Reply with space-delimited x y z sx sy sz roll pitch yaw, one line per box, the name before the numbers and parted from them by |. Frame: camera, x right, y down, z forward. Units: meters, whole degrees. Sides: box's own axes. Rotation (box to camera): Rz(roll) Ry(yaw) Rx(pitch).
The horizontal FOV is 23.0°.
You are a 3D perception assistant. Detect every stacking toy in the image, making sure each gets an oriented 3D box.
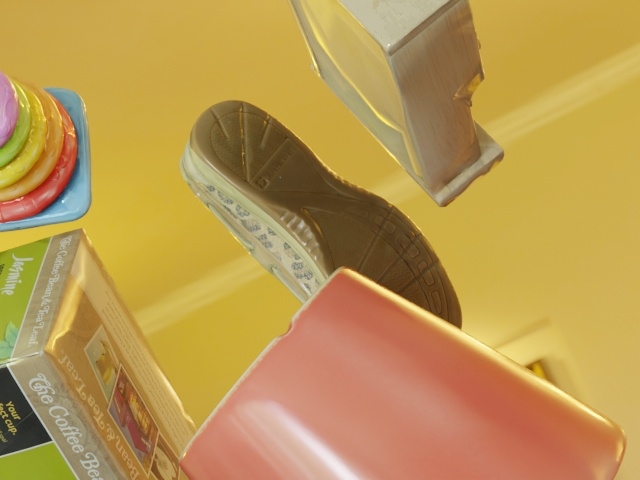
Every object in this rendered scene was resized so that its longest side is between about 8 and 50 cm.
stacking toy | -0.357 -0.122 1.632 0.175 0.165 0.302 -8 -14 5

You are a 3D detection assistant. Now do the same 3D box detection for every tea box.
tea box | -0.336 0.211 1.654 0.323 0.329 0.220 -15 32 14

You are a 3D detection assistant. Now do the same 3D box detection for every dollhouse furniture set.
dollhouse furniture set | 0.173 -0.248 1.172 0.394 0.362 0.256 -39 -24 -6

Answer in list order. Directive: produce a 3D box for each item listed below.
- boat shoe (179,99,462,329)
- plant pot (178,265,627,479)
boat shoe | 0.000 0.000 1.331 0.104 0.285 0.089 -42 -5 -31
plant pot | 0.048 0.167 1.155 0.275 0.243 0.275 -49 -3 -4
